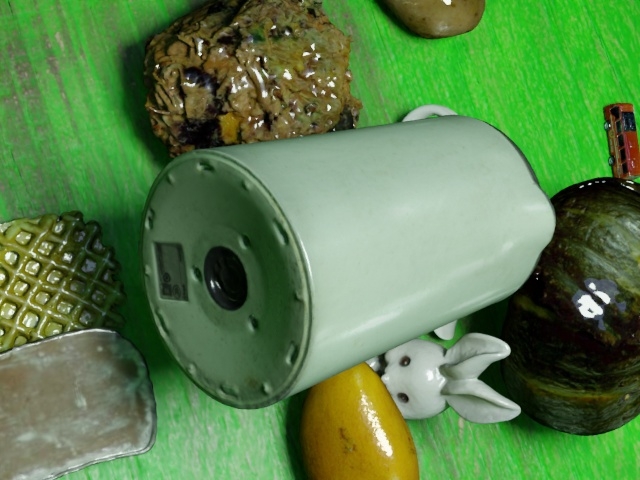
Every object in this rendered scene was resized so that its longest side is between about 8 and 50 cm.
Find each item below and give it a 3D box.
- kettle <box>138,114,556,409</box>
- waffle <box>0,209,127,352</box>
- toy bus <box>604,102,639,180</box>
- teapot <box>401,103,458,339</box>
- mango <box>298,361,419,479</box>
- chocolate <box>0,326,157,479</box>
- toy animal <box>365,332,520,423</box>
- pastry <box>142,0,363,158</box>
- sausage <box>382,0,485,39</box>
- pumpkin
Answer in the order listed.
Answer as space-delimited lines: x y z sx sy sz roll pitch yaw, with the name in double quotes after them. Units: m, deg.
0.000 0.000 1.344 0.377 0.361 0.249 -16 102 -42 "kettle"
-0.314 0.053 1.443 0.184 0.036 0.169 -15 86 -20 "waffle"
0.418 -0.137 1.742 0.031 0.043 0.110 -2 79 -20 "toy bus"
0.174 -0.031 1.587 0.204 0.139 0.298 7 72 -46 "teapot"
0.039 0.236 1.467 0.102 0.141 0.217 -12 96 -36 "mango"
-0.314 0.184 1.392 0.254 0.080 0.156 -14 99 -21 "chocolate"
0.129 0.163 1.482 0.131 0.221 0.103 0 83 -21 "toy animal"
-0.076 -0.185 1.495 0.275 0.193 0.274 6 72 -19 "pastry"
0.018 -0.446 1.626 0.501 0.123 0.136 40 98 -8 "sausage"
0.334 0.079 1.532 0.192 0.320 0.320 16 70 20 "pumpkin"
